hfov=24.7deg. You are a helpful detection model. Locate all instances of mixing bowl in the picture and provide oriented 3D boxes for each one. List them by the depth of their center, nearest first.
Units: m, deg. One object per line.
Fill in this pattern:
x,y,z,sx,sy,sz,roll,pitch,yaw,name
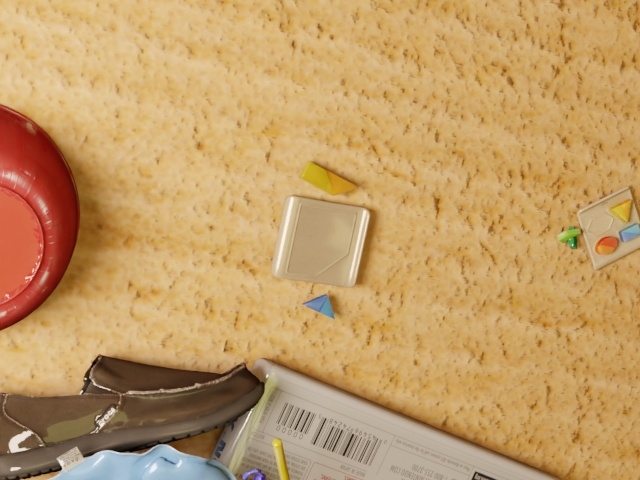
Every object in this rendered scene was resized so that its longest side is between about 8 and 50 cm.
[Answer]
-0.247,-0.006,1.025,0.181,0.098,0.181,-5,103,-22,mixing bowl

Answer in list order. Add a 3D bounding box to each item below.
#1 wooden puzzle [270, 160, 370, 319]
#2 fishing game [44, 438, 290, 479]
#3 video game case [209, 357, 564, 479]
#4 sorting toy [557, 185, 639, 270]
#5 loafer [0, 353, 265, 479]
0.000,0.000,1.180,0.078,0.014,0.116,17,94,-21,wooden puzzle
-0.147,0.211,1.100,0.264,0.041,0.189,-17,134,-2,fishing game
0.024,0.290,1.243,0.329,0.036,0.300,25,91,-27,video game case
0.246,-0.005,1.284,0.083,0.012,0.062,-26,111,-17,sorting toy
-0.148,0.120,1.102,0.220,0.080,0.078,-12,83,-20,loafer
